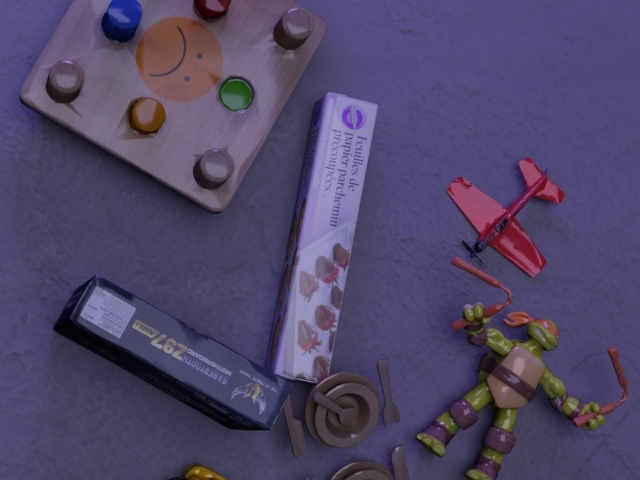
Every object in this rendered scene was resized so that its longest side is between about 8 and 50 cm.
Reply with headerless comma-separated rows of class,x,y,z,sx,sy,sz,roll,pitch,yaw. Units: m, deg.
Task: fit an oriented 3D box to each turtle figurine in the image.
turtle figurine,0.200,0.159,1.745,0.269,0.087,0.217,39,83,-16

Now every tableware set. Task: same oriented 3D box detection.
tableware set,0.039,0.237,1.685,0.128,0.039,0.194,-17,109,-16

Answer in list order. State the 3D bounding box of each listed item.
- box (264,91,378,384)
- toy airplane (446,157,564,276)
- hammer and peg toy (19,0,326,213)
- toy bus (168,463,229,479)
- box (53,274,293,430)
box,0.000,0.000,1.722,0.063,0.067,0.324,13,81,-14
toy airplane,0.226,-0.032,1.804,0.151,0.028,0.151,2,82,-14
hammer and peg toy,-0.137,-0.243,1.682,0.266,0.127,0.361,29,77,-8
toy bus,-0.127,0.347,1.574,0.149,0.211,0.220,36,75,-7
box,-0.158,0.121,1.604,0.232,0.183,0.059,31,78,-10
